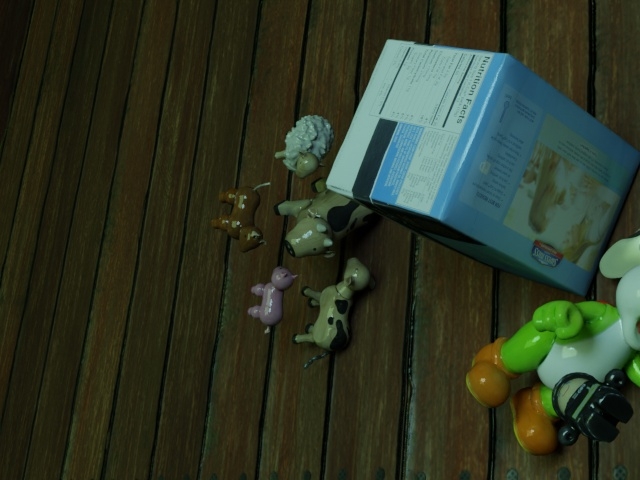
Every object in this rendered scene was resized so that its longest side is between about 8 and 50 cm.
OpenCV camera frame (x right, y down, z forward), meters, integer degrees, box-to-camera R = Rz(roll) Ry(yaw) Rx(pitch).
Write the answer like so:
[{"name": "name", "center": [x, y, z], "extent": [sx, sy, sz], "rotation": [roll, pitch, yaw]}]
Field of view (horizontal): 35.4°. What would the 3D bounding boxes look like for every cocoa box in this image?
[{"name": "cocoa box", "center": [0.232, -0.096, 1.378], "extent": [0.228, 0.347, 0.232], "rotation": [20, 87, 49]}]

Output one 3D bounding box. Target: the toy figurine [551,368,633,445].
[{"name": "toy figurine", "center": [0.366, 0.232, 1.079], "extent": [0.148, 0.213, 0.210], "rotation": [177, 82, -89]}]

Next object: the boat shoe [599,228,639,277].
[{"name": "boat shoe", "center": [0.436, 0.008, 1.346], "extent": [0.133, 0.042, 0.049], "rotation": [-42, 67, 27]}]

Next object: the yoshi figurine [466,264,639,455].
[{"name": "yoshi figurine", "center": [0.370, 0.145, 1.256], "extent": [0.362, 0.203, 0.203], "rotation": [-37, 64, 28]}]

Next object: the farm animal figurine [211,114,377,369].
[{"name": "farm animal figurine", "center": [0.000, 0.000, 1.696], "extent": [0.172, 0.330, 0.327], "rotation": [0, 44, 50]}]
